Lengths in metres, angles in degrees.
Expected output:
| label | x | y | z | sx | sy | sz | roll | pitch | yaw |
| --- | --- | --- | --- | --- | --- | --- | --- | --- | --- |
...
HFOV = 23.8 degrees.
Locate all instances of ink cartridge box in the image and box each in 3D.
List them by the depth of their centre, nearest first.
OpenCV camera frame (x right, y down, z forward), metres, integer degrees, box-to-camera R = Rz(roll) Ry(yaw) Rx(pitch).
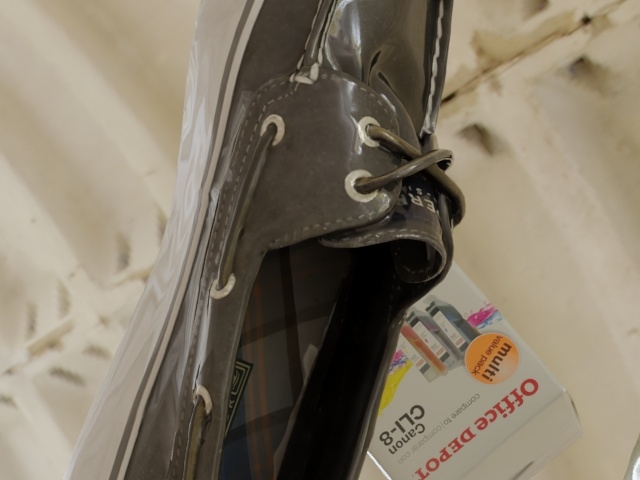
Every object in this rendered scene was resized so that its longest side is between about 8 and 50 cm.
| label | x | y | z | sx | sy | sz | roll | pitch | yaw |
| --- | --- | --- | --- | --- | --- | --- | --- | --- | --- |
| ink cartridge box | 0.074 | 0.094 | 1.036 | 0.176 | 0.128 | 0.127 | 49 | -2 | 24 |

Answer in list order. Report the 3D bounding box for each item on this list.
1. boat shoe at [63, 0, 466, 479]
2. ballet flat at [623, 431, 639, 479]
| label | x | y | z | sx | sy | sz | roll | pitch | yaw |
| --- | --- | --- | --- | --- | --- | --- | --- | --- | --- |
| boat shoe | 0.000 | 0.000 | 0.394 | 0.076 | 0.080 | 0.228 | 14 | -100 | 44 |
| ballet flat | 0.195 | 0.077 | 0.728 | 0.086 | 0.086 | 0.248 | 20 | -47 | 27 |
